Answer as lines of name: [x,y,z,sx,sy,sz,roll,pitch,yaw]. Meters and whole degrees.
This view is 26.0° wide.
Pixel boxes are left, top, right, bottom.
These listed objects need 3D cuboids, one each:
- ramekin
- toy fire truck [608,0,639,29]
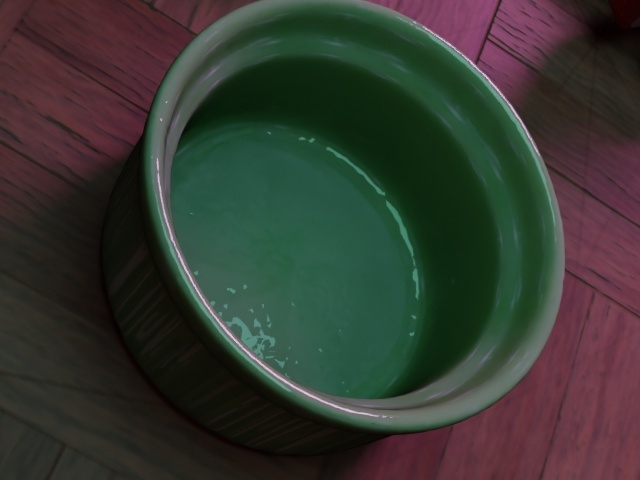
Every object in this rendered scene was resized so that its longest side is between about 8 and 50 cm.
ramekin: [0.000,0.000,0.943,0.303,0.148,0.303,11,64,-24]
toy fire truck: [0.410,-0.269,1.224,0.302,0.254,0.169,-15,76,-33]
